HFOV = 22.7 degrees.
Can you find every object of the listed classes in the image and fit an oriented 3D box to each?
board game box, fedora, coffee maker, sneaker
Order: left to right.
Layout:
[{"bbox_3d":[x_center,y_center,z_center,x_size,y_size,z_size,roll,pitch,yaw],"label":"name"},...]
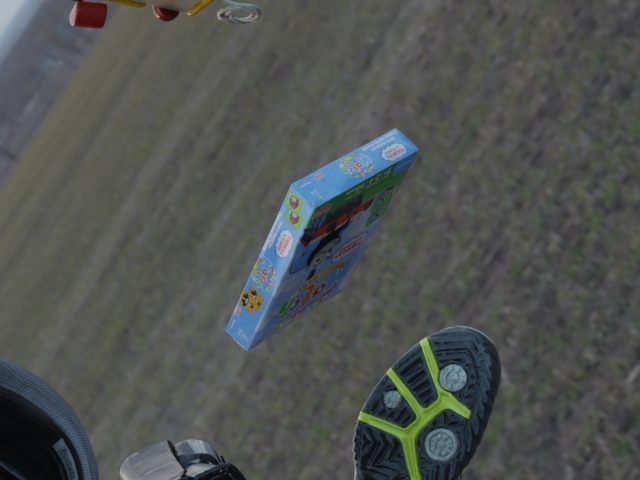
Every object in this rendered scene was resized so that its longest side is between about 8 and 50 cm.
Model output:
[{"bbox_3d":[-0.369,0.249,1.663,0.124,0.275,0.244,-40,27,50],"label":"fedora"},{"bbox_3d":[-0.171,0.292,1.784,0.178,0.171,0.120,-167,79,-73],"label":"coffee maker"},{"bbox_3d":[0.000,0.000,1.563,0.160,0.039,0.211,-31,-23,-43],"label":"board game box"},{"bbox_3d":[0.102,0.273,1.909,0.385,0.145,0.147,-65,-9,9],"label":"sneaker"}]

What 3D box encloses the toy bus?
[{"bbox_3d":[-0.167,-0.283,1.527,0.202,0.191,0.104,61,-156,-72],"label":"toy bus"}]
